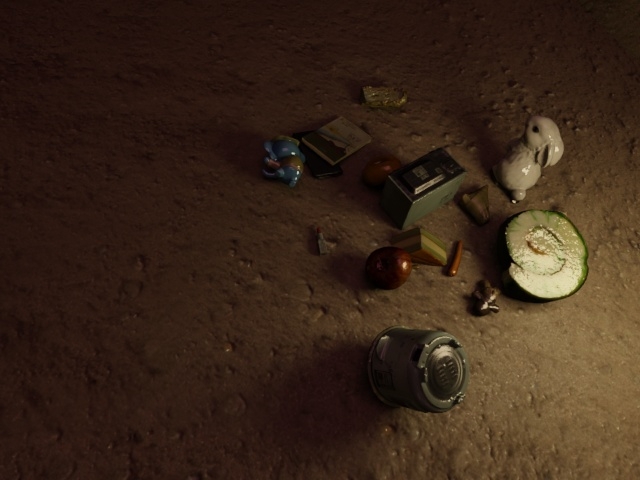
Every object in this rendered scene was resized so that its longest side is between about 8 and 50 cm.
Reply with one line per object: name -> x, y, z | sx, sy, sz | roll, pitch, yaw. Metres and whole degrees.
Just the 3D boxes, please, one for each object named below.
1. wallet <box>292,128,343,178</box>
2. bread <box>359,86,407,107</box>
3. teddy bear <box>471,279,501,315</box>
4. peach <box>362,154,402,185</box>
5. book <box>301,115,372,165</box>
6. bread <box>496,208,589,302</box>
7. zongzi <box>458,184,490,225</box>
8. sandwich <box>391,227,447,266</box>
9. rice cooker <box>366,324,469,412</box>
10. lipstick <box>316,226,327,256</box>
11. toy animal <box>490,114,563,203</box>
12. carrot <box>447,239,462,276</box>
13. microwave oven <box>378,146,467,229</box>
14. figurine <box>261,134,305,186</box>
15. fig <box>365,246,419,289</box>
wallet -> -0.012, -0.394, 2.043 | 0.146, 0.030, 0.285 | -13, 59, -22
bread -> 0.313, -0.706, 2.255 | 0.232, 0.087, 0.128 | -2, 50, -2
teddy bear -> 0.639, 0.217, 1.731 | 0.119, 0.078, 0.160 | 34, 59, 8
peach -> 0.266, -0.303, 1.959 | 0.179, 0.103, 0.179 | -19, 23, 8
book -> 0.077, -0.461, 2.078 | 0.201, 0.026, 0.289 | 39, 54, 16
bread -> 0.849, 0.066, 1.784 | 0.382, 0.129, 0.366 | -42, 82, -13
zongzi -> 0.714, -0.156, 1.977 | 0.176, 0.078, 0.160 | -23, 69, -24
sandwich -> 0.402, 0.045, 1.842 | 0.187, 0.144, 0.117 | 30, 51, -33
rice cooker -> 0.300, 0.404, 1.446 | 0.317, 0.316, 0.264 | 22, 69, 5
lipstick -> 0.001, 0.000, 1.799 | 0.030, 0.030, 0.129 | -4, 59, -11
toy animal -> 0.905, -0.361, 1.967 | 0.194, 0.357, 0.257 | -10, 62, -17
carrot -> 0.550, 0.070, 1.837 | 0.037, 0.037, 0.190 | 24, 54, 7
microwave oven -> 0.413, -0.222, 1.880 | 0.295, 0.237, 0.181 | -29, 66, -19
figurine -> -0.156, -0.339, 1.913 | 0.180, 0.153, 0.261 | 4, 47, 0
fig -> 0.269, 0.109, 1.719 | 0.175, 0.207, 0.174 | -5, 78, 23
